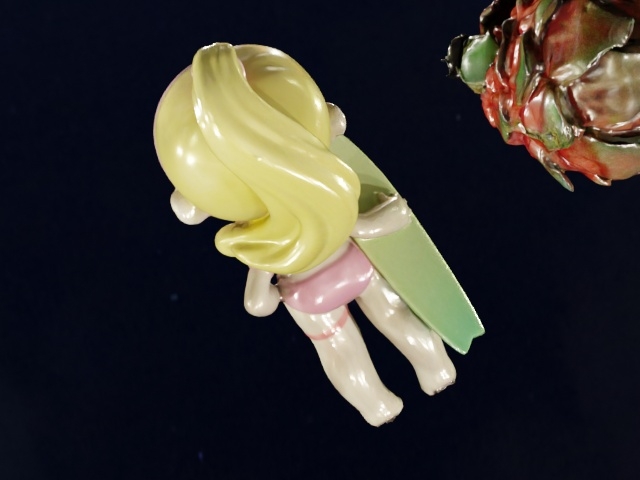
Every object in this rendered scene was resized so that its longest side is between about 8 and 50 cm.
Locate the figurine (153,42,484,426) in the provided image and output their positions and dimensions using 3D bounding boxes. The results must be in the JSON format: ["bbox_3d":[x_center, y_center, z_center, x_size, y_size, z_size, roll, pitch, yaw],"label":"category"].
[{"bbox_3d":[0.000,0.000,0.518,0.083,0.187,0.083,-22,-150,14],"label":"figurine"}]

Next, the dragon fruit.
[{"bbox_3d":[0.205,-0.126,1.019,0.182,0.182,0.188,-24,-144,-20],"label":"dragon fruit"}]
